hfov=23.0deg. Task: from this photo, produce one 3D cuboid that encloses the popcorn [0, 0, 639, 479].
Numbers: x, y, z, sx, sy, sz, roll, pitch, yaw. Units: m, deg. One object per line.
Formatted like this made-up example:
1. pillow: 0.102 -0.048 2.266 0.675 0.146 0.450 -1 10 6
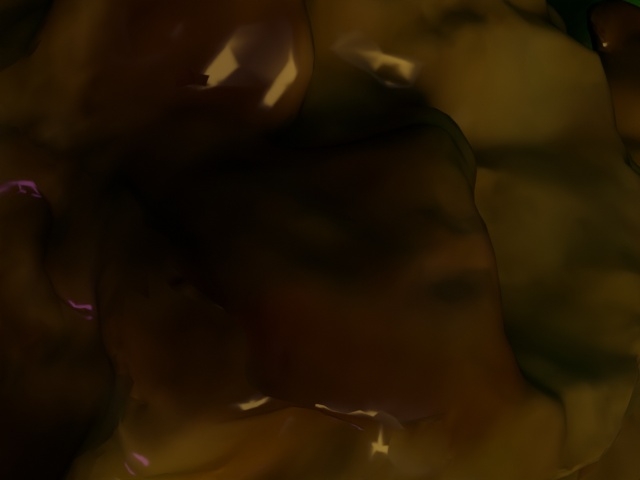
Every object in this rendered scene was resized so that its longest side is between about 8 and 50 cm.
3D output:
1. popcorn: 0.000 0.000 0.511 0.332 0.265 0.225 -36 170 -41
